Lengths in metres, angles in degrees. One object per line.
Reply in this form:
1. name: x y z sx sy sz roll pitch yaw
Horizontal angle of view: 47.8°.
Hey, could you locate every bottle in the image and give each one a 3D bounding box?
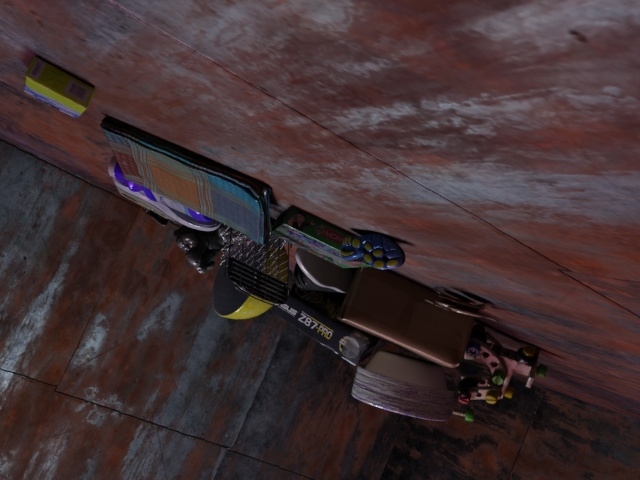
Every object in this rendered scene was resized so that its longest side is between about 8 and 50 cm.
1. bottle: -0.380 -0.136 1.750 0.283 0.092 0.118 23 168 15

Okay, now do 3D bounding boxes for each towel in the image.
1. towel: -0.276 -0.117 1.534 0.370 0.040 0.271 24 159 7

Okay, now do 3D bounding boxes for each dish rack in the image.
1. dish rack: -0.163 0.038 1.792 0.208 0.271 0.074 28 132 -31

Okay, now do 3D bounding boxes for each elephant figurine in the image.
1. elephant figurine: -0.283 -0.027 2.056 0.186 0.239 0.169 53 175 2

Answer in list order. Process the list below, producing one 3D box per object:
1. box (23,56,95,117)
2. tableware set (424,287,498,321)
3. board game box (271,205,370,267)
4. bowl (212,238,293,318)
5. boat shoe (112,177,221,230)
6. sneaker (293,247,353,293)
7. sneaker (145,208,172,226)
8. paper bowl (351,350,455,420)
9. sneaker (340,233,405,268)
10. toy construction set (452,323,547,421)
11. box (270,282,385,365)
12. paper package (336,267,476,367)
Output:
1. box: -0.459 -0.263 1.262 0.109 0.042 0.178 28 173 -22
2. tableware set: 0.329 0.146 1.698 0.128 0.039 0.194 13 -179 -8
3. board game box: 0.000 0.000 1.677 0.214 0.046 0.317 25 173 -8
4. bowl: -0.174 0.108 2.104 0.156 0.289 0.289 26 174 -29
5. boat shoe: -0.391 -0.110 1.871 0.302 0.109 0.094 28 158 -2
6. sneaker: -0.033 0.088 2.065 0.147 0.104 0.296 -2 160 29
7. sneaker: -0.431 -0.106 2.025 0.087 0.130 0.227 27 175 -4
8. paper bowl: 0.240 0.402 2.045 0.284 0.148 0.284 13 175 1
9. sneaker: 0.112 0.019 1.426 0.078 0.067 0.188 4 -178 -28
10. toy construction set: 0.543 0.381 2.154 0.237 0.257 0.309 10 -169 13
11. box: 0.070 0.233 2.284 0.318 0.097 0.395 33 -162 18
12. paper package: 0.224 0.205 1.972 0.325 0.168 0.309 23 173 2
